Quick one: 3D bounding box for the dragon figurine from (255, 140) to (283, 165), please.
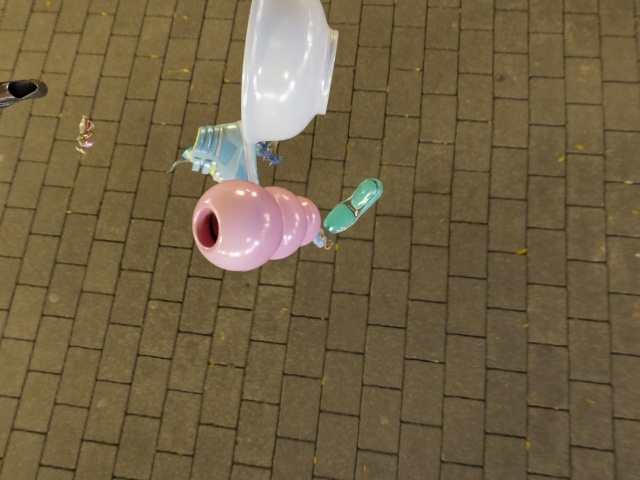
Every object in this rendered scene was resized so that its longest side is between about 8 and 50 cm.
[{"bbox_3d":[-0.226,-0.372,1.514,0.289,0.085,0.144,30,74,37],"label":"dragon figurine"}]

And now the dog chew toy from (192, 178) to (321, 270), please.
[{"bbox_3d":[-0.128,-0.041,0.976,0.207,0.332,0.206,7,100,41],"label":"dog chew toy"}]

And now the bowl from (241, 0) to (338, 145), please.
[{"bbox_3d":[-0.045,-0.306,0.725,0.134,0.298,0.297,10,77,-3],"label":"bowl"}]

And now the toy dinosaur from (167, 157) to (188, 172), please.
[{"bbox_3d":[-0.471,-0.330,1.605,0.269,0.118,0.063,-12,118,19],"label":"toy dinosaur"}]

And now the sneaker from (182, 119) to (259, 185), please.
[{"bbox_3d":[-0.296,-0.192,1.218,0.209,0.127,0.318,-7,99,-20],"label":"sneaker"}]

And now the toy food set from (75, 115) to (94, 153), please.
[{"bbox_3d":[-0.816,-0.367,1.430,0.078,0.019,0.122,30,105,22],"label":"toy food set"}]

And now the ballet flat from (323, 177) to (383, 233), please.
[{"bbox_3d":[0.115,-0.108,1.339,0.247,0.087,0.083,-44,72,29],"label":"ballet flat"}]

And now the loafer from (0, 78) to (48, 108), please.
[{"bbox_3d":[-1.026,-0.490,1.341,0.220,0.078,0.080,-25,107,-17],"label":"loafer"}]

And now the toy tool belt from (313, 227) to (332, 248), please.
[{"bbox_3d":[0.000,0.000,1.352,0.052,0.051,0.083,-37,96,19],"label":"toy tool belt"}]
